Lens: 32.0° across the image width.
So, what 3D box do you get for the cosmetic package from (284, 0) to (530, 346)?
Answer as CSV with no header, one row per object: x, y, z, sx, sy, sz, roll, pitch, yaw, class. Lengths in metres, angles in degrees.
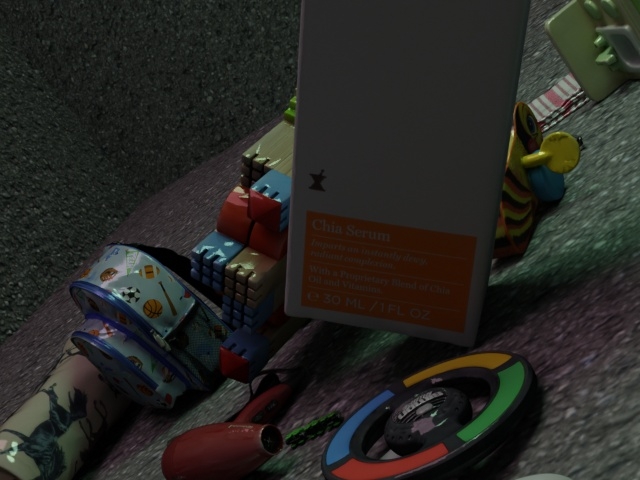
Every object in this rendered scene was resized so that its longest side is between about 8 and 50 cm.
0.096,-0.126,1.229,0.230,0.453,0.161,9,27,10,cosmetic package

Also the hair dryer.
-0.107,0.229,1.414,0.223,0.080,0.293,-40,13,-6,hair dryer

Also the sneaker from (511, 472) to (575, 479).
0.088,0.264,0.817,0.226,0.086,0.163,-29,13,26,sneaker

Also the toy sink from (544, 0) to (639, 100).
0.476,-0.328,1.636,0.234,0.153,0.131,-38,14,-5,toy sink

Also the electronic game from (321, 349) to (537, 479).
0.104,0.175,1.090,0.229,0.048,0.229,-26,12,6,electronic game

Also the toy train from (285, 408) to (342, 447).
-0.007,0.223,1.331,0.083,0.017,0.024,-31,5,25,toy train

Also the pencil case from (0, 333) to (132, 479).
-0.439,0.308,1.830,0.183,0.160,0.410,-40,10,34,pencil case

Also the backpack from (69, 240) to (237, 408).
-0.279,0.133,1.782,0.213,0.263,0.276,-45,17,-29,backpack

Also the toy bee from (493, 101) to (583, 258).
0.241,-0.115,1.479,0.195,0.162,0.298,-25,22,17,toy bee

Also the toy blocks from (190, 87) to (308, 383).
-0.065,0.010,1.482,0.261,0.191,0.381,-44,-28,-42,toy blocks

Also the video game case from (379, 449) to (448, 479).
0.051,0.262,1.055,0.143,0.019,0.157,-39,14,-9,video game case

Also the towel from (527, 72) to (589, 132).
0.354,-0.209,1.809,0.197,0.029,0.144,-36,13,8,towel
